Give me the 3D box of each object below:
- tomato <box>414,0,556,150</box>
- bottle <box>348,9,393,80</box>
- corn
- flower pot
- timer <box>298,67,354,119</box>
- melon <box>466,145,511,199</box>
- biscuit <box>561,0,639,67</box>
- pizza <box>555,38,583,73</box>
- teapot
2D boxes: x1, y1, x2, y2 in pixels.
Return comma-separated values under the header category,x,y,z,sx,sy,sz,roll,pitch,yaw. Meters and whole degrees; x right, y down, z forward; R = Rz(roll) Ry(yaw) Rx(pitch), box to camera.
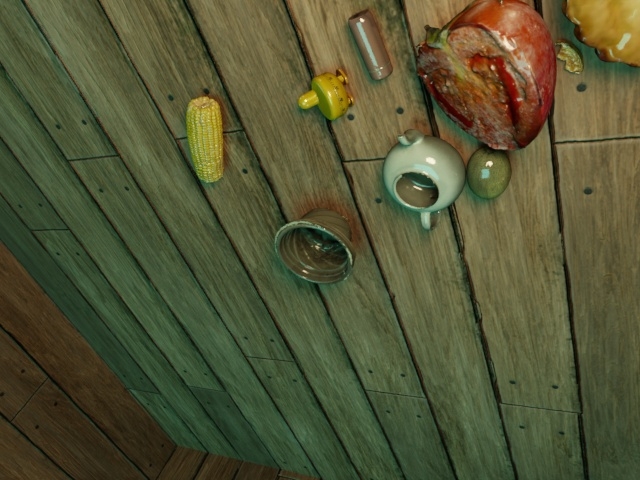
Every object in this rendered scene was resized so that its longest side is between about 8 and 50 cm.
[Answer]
category,x,y,z,sx,sy,sz,roll,pitch,yaw
tomato,0.338,-0.325,1.027,0.309,0.170,0.309,41,172,7
bottle,0.106,-0.406,1.156,0.053,0.053,0.140,-7,127,33
corn,-0.309,-0.269,1.488,0.094,0.093,0.244,19,137,12
flower pot,0.000,0.000,1.545,0.236,0.140,0.235,15,138,14
timer,0.011,-0.322,1.249,0.107,0.109,0.107,58,170,17
melon,0.373,-0.150,1.227,0.098,0.098,0.130,10,142,21
biscuit,0.535,-0.423,0.836,0.326,0.107,0.325,6,136,6
pizza,0.471,-0.347,1.043,0.083,0.016,0.037,43,135,-20
teapot,0.236,-0.147,1.280,0.193,0.129,0.294,1,131,29
